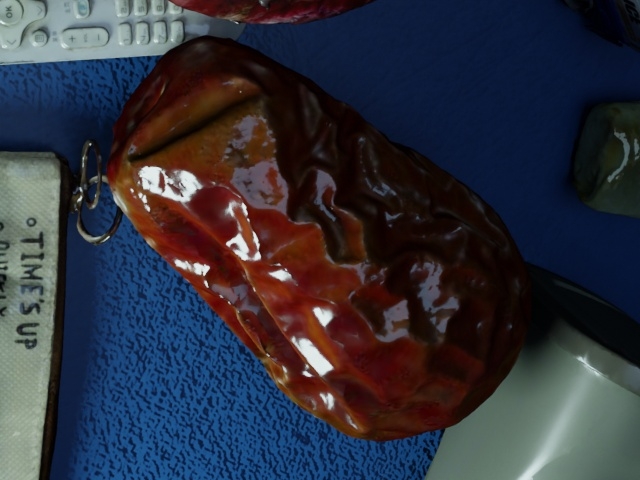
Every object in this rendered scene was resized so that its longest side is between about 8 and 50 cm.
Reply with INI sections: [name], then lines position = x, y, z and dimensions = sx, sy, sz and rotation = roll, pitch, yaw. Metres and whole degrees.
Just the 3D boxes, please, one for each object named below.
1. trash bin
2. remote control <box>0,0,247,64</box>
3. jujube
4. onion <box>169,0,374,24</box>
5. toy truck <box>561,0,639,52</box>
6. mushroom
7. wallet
[trash bin]
position = 0.199, 0.183, 1.242
dimensions = 0.219, 0.220, 0.250
rotation = 22, 103, -23
[remote control]
position = -0.163, -0.164, 1.094
dimensions = 0.229, 0.044, 0.073
rotation = -6, 96, -12
[jujube]
position = 0.000, 0.000, 1.112
dimensions = 0.216, 0.216, 0.342
rotation = -48, 113, -3
[onion]
position = -0.023, -0.288, 1.006
dimensions = 0.314, 0.232, 0.314
rotation = -5, 105, -21
[toy truck]
position = 0.231, -0.256, 1.122
dimensions = 0.124, 0.155, 0.268
rotation = -42, 136, -7
[mushroom]
position = 0.359, -0.056, 1.305
dimensions = 0.312, 0.081, 0.100
rotation = 6, 99, -18
[wallet]
position = -0.292, 0.083, 1.096
dimensions = 0.274, 0.068, 0.335
rotation = 3, 105, -24
